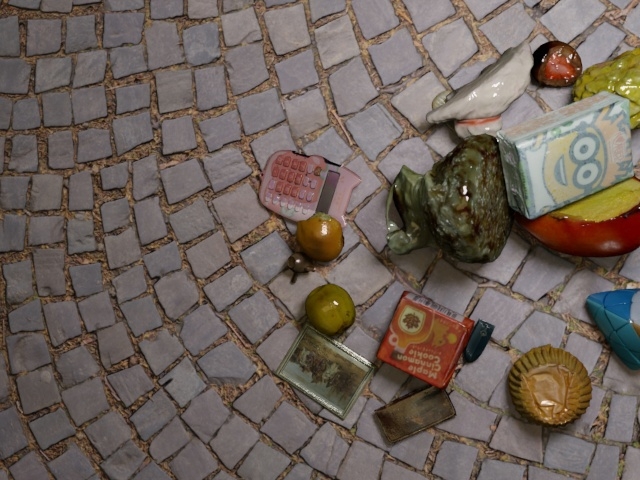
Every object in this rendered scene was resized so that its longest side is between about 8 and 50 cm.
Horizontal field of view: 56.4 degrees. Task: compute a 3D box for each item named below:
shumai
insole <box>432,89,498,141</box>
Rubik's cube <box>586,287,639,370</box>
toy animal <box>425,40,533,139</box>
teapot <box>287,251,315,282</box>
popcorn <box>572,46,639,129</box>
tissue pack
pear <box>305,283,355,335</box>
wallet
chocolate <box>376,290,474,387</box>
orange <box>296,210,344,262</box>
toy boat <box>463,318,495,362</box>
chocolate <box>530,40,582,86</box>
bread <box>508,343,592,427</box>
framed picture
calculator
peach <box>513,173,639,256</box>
[{"bbox_3d":[0.351,-0.117,1.686,0.348,0.395,0.394,8,93,38],"label":"shumai"},{"bbox_3d":[0.475,-0.319,1.790,0.348,0.009,0.119,46,100,8],"label":"insole"},{"bbox_3d":[0.865,0.262,1.615,0.255,0.254,0.254,0,91,12],"label":"Rubik's cube"},{"bbox_3d":[0.503,-0.408,1.710,0.188,0.308,0.266,49,144,-7],"label":"toy animal"},{"bbox_3d":[-0.068,0.093,1.884,0.085,0.080,0.110,44,115,37],"label":"teapot"},{"bbox_3d":[0.823,-0.400,1.618,0.259,0.259,0.212,-14,103,12],"label":"popcorn"},{"bbox_3d":[0.631,-0.217,1.530,0.311,0.128,0.227,-22,121,-2],"label":"tissue pack"},{"bbox_3d":[0.032,0.213,1.829,0.149,0.149,0.162,-35,88,11],"label":"pear"},{"bbox_3d":[0.291,0.528,1.837,0.232,0.031,0.121,-27,85,10],"label":"wallet"},{"bbox_3d":[0.307,0.300,1.781,0.238,0.108,0.234,25,95,15],"label":"chocolate"},{"bbox_3d":[0.000,0.000,1.827,0.170,0.112,0.160,26,133,-19],"label":"orange"},{"bbox_3d":[0.468,0.306,1.784,0.055,0.060,0.141,24,103,10],"label":"toy boat"},{"bbox_3d":[0.670,-0.494,1.690,0.133,0.124,0.127,34,65,-16],"label":"chocolate"},{"bbox_3d":[0.657,0.426,1.703,0.240,0.139,0.239,1,95,13],"label":"bread"},{"bbox_3d":[0.014,0.416,1.903,0.274,0.017,0.217,30,98,10],"label":"framed picture"},{"bbox_3d":[-0.043,-0.165,1.889,0.330,0.048,0.219,19,96,13],"label":"calculator"},{"bbox_3d":[0.722,-0.047,1.623,0.362,0.257,0.201,-11,123,16],"label":"peach"}]
